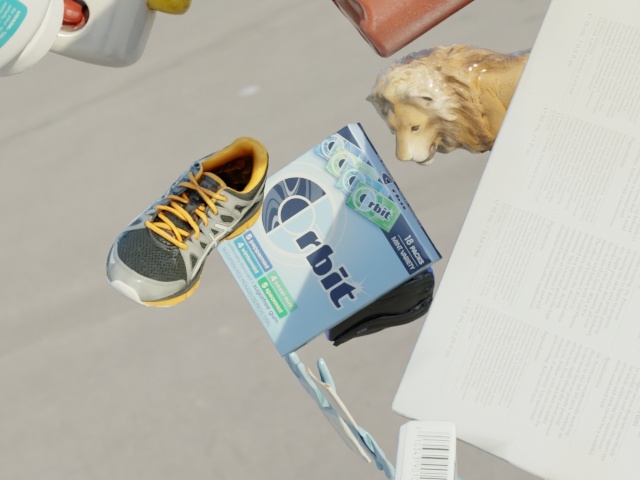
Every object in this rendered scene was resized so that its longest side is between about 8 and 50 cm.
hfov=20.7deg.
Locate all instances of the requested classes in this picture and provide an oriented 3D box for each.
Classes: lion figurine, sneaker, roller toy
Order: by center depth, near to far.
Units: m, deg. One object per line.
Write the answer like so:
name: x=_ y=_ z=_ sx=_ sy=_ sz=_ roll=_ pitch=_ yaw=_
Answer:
sneaker: x=-0.116 y=-0.021 z=1.546 sx=0.215 sy=0.084 sz=0.083 roll=-50 pitch=-10 yaw=-45
roller toy: x=-0.255 y=-0.274 z=1.809 sx=0.191 sy=0.146 sz=0.209 roll=8 pitch=18 yaw=-46
lion figurine: x=0.263 y=-0.168 z=1.940 sx=0.392 sy=0.240 sz=0.142 roll=-21 pitch=46 yaw=30

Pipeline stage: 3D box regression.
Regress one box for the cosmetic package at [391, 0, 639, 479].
cosmetic package: x=0.255 y=0.013 z=1.337 sx=0.284 sy=0.377 sz=0.097 roll=23 pitch=1 yaw=30

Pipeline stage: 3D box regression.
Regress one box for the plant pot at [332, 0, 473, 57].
plant pot: x=0.082 y=-0.280 z=1.170 sx=0.265 sy=0.272 sz=0.272 roll=-38 pitch=16 yaw=4

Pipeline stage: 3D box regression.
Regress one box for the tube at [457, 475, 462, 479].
tube: x=0.199 y=0.358 z=2.217 sx=0.052 sy=0.207 sz=0.080 roll=-29 pitch=-25 yaw=-47

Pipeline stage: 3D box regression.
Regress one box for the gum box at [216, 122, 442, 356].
gum box: x=0.000 y=0.000 z=1.709 sx=0.184 sy=0.157 sz=0.041 roll=-32 pitch=-5 yaw=19

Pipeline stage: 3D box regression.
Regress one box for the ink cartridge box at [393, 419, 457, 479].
ink cartridge box: x=0.071 y=0.263 z=1.155 sx=0.045 sy=0.208 sz=0.206 roll=0 pitch=34 yaw=6

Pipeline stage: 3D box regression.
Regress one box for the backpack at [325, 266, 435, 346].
backpack: x=0.056 y=0.038 z=1.849 sx=0.120 sy=0.098 sz=0.101 roll=-10 pitch=50 yaw=-13

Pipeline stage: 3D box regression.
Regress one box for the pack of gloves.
pack of gloves: x=0.041 y=0.254 z=2.641 sx=0.046 sy=0.232 sz=0.195 roll=-41 pitch=30 yaw=-11

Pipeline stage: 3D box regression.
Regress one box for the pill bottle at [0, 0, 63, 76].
pill bottle: x=-0.272 y=-0.191 z=1.155 sx=0.146 sy=0.146 sz=0.264 roll=-14 pitch=-19 yaw=17
